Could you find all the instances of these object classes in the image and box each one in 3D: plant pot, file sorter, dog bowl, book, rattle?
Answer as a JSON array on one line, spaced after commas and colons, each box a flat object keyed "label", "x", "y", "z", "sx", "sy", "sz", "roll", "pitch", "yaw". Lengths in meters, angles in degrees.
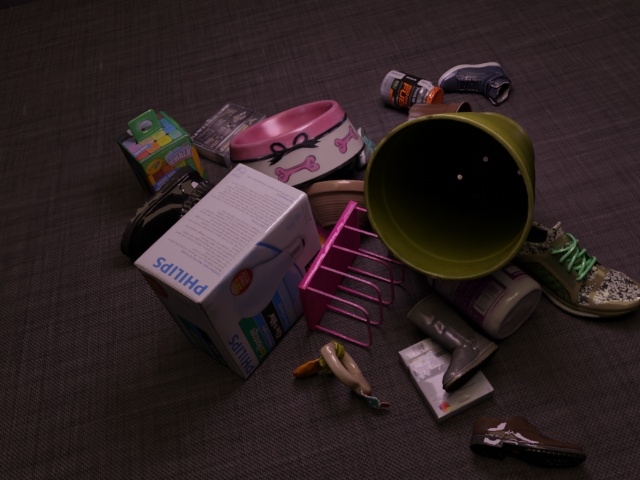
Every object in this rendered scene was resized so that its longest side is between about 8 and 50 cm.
[{"label": "plant pot", "x": 0.062, "y": -0.089, "z": 1.685, "sx": 0.237, "sy": 0.237, "sz": 0.109, "roll": -2, "pitch": 82, "yaw": 10}, {"label": "plant pot", "x": 0.342, "y": -0.147, "z": 1.395, "sx": 0.367, "sy": 0.366, "sz": 0.353, "roll": 18, "pitch": 31, "yaw": 24}, {"label": "file sorter", "x": 0.101, "y": 0.090, "z": 1.518, "sx": 0.182, "sy": 0.202, "sz": 0.290, "roll": 19, "pitch": 57, "yaw": 21}, {"label": "dog bowl", "x": -0.084, "y": -0.280, "z": 1.764, "sx": 0.408, "sy": 0.150, "sz": 0.408, "roll": -19, "pitch": 22, "yaw": 8}, {"label": "book", "x": 0.000, "y": 0.000, "z": 1.720, "sx": 0.096, "sy": 0.035, "sz": 0.144, "roll": -34, "pitch": 53, "yaw": -20}, {"label": "plant pot", "x": 0.362, "y": -0.353, "z": 1.863, "sx": 0.165, "sy": 0.167, "sz": 0.167, "roll": 14, "pitch": 55, "yaw": 32}, {"label": "rattle", "x": 0.045, "y": 0.346, "z": 1.405, "sx": 0.143, "sy": 0.130, "sz": 0.199, "roll": -37, "pitch": 80, "yaw": -5}]

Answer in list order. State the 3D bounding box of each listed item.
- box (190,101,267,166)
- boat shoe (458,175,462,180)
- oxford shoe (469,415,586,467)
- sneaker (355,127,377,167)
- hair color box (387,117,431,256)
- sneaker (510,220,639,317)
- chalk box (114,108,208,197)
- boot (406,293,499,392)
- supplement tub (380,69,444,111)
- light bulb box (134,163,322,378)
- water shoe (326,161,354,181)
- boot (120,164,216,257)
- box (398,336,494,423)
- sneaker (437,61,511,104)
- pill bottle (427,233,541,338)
[{"label": "box", "x": -0.319, "y": -0.369, "z": 2.070, "sx": 0.183, "sy": 0.056, "sz": 0.231, "roll": 25, "pitch": 60, "yaw": 27}, {"label": "boat shoe", "x": 0.418, "y": -0.129, "z": 1.696, "sx": 0.098, "sy": 0.109, "sz": 0.302, "roll": -1, "pitch": 46, "yaw": 12}, {"label": "oxford shoe", "x": 0.436, "y": 0.412, "z": 1.262, "sx": 0.227, "sy": 0.082, "sz": 0.096, "roll": 8, "pitch": 49, "yaw": 16}, {"label": "sneaker", "x": 0.149, "y": -0.294, "z": 1.922, "sx": 0.076, "sy": 0.065, "sz": 0.166, "roll": 4, "pitch": 53, "yaw": -7}, {"label": "hair color box", "x": 0.271, "y": -0.150, "z": 1.687, "sx": 0.114, "sy": 0.185, "sz": 0.374, "roll": 6, "pitch": 53, "yaw": 16}, {"label": "sneaker", "x": 0.583, "y": 0.044, "z": 1.467, "sx": 0.410, "sy": 0.182, "sz": 0.158, "roll": 27, "pitch": 60, "yaw": 28}, {"label": "chalk box", "x": -0.496, "y": -0.266, "z": 1.868, "sx": 0.180, "sy": 0.289, "sz": 0.179, "roll": -37, "pitch": 54, "yaw": -17}, {"label": "boot", "x": 0.281, "y": 0.231, "z": 1.396, "sx": 0.190, "sy": 0.076, "sz": 0.208, "roll": -29, "pitch": 57, "yaw": -32}, {"label": "supplement tub", "x": 0.305, "y": -0.487, "z": 2.002, "sx": 0.190, "sy": 0.117, "sz": 0.117, "roll": 26, "pitch": 60, "yaw": 29}, {"label": "light bulb box", "x": -0.193, "y": 0.078, "z": 1.482, "sx": 0.225, "sy": 0.358, "sz": 0.361, "roll": 26, "pitch": 61, "yaw": 31}, {"label": "water shoe", "x": 0.053, "y": -0.216, "z": 1.853, "sx": 0.073, "sy": 0.080, "sz": 0.203, "roll": 4, "pitch": 52, "yaw": 16}, {"label": "boot", "x": -0.392, "y": -0.039, "z": 1.768, "sx": 0.260, "sy": 0.131, "sz": 0.348, "roll": 35, "pitch": 79, "yaw": 16}, {"label": "box", "x": 0.289, "y": 0.310, "z": 1.402, "sx": 0.145, "sy": 0.038, "sz": 0.186, "roll": -24, "pitch": 50, "yaw": -9}, {"label": "sneaker", "x": 0.518, "y": -0.514, "z": 2.001, "sx": 0.226, "sy": 0.086, "sz": 0.163, "roll": -13, "pitch": 47, "yaw": -1}, {"label": "pill bottle", "x": 0.372, "y": 0.088, "z": 1.483, "sx": 0.169, "sy": 0.169, "sz": 0.301, "roll": -35, "pitch": 53, "yaw": -17}]
